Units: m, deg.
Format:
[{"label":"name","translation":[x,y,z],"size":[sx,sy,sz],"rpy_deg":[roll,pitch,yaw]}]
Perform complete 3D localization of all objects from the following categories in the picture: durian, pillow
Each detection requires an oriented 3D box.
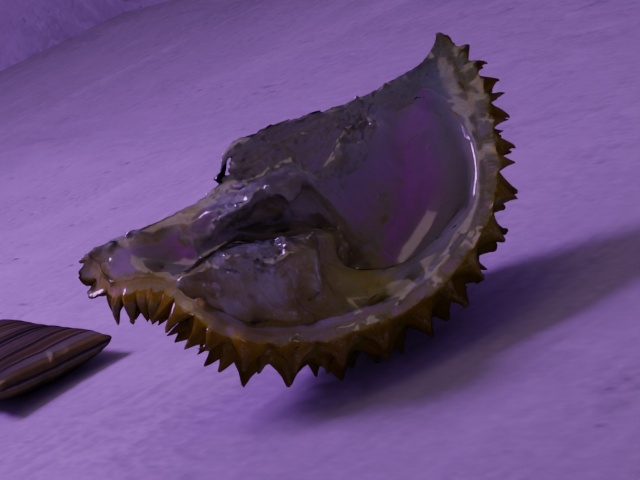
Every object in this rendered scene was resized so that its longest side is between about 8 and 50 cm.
[{"label":"durian","translation":[0.000,0.000,1.123],"size":[0.306,0.166,0.172],"rpy_deg":[-24,17,-5]},{"label":"pillow","translation":[-0.260,0.097,1.407],"size":[0.113,0.038,0.203],"rpy_deg":[-27,16,-30]}]
